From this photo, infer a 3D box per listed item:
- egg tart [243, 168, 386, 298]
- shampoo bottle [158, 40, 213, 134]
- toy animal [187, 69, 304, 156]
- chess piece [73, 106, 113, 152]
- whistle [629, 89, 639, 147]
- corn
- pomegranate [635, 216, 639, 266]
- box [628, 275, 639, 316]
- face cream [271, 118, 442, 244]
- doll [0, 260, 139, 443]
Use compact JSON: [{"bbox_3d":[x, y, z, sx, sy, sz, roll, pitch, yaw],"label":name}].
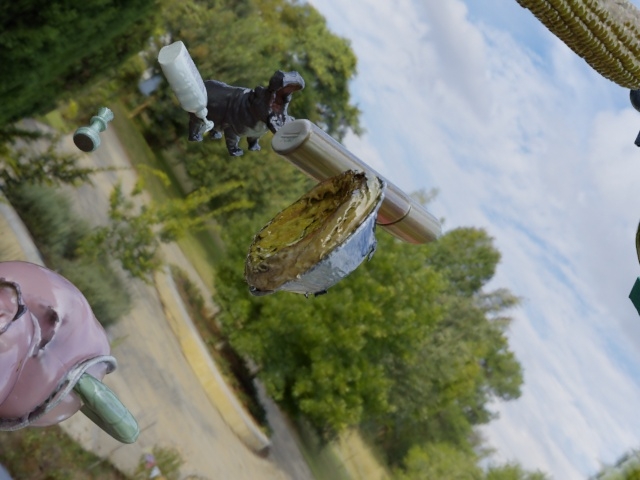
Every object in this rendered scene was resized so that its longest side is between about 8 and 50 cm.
[{"bbox_3d":[0.000,0.000,1.030,0.094,0.234,0.234,49,0,-17],"label":"egg tart"},{"bbox_3d":[-0.211,-0.244,1.252,0.077,0.045,0.152,-97,165,-48],"label":"shampoo bottle"},{"bbox_3d":[-0.157,-0.271,1.663,0.343,0.106,0.169,4,-73,43],"label":"toy animal"},{"bbox_3d":[-0.360,-0.182,1.240,0.042,0.042,0.093,61,29,-32],"label":"chess piece"},{"bbox_3d":[0.625,-0.264,1.465,0.090,0.158,0.090,26,-17,9],"label":"whistle"},{"bbox_3d":[0.442,-0.358,1.251,0.363,0.120,0.120,24,17,-31],"label":"corn"},{"bbox_3d":[0.667,0.014,1.258,0.301,0.236,0.236,23,11,-19],"label":"pomegranate"},{"bbox_3d":[0.419,0.116,0.729,0.226,0.160,0.042,-105,-166,-44],"label":"box"},{"bbox_3d":[0.059,-0.089,1.230,0.285,0.067,0.139,33,-6,-24],"label":"face cream"},{"bbox_3d":[-0.344,0.142,0.850,0.284,0.216,0.268,22,-27,23],"label":"doll"}]
